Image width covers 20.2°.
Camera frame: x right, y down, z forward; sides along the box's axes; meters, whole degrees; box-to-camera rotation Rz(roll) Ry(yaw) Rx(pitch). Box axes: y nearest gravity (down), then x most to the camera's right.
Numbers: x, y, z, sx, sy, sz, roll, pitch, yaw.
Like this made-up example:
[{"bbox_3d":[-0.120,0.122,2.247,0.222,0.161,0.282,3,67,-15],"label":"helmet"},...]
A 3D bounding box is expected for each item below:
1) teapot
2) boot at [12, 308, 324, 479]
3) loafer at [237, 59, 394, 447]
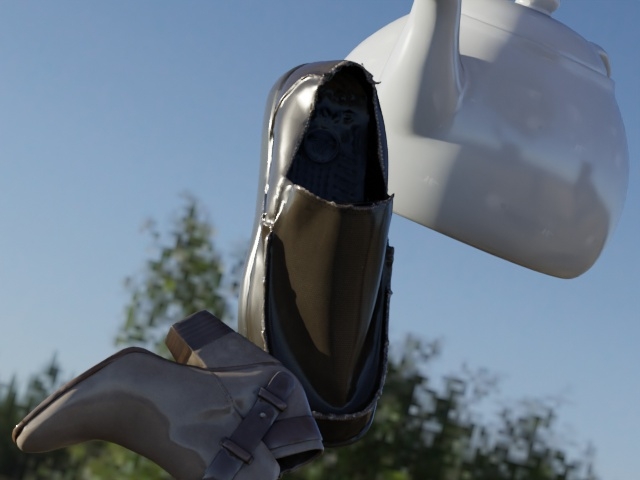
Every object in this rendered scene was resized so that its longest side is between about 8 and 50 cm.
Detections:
[{"bbox_3d":[0.126,-0.095,1.306,0.252,0.187,0.256,22,5,-15],"label":"teapot"},{"bbox_3d":[-0.060,0.085,0.773,0.087,0.118,0.042,52,-21,15],"label":"boot"},{"bbox_3d":[0.000,0.000,0.965,0.080,0.220,0.078,1,-15,-14],"label":"loafer"}]
